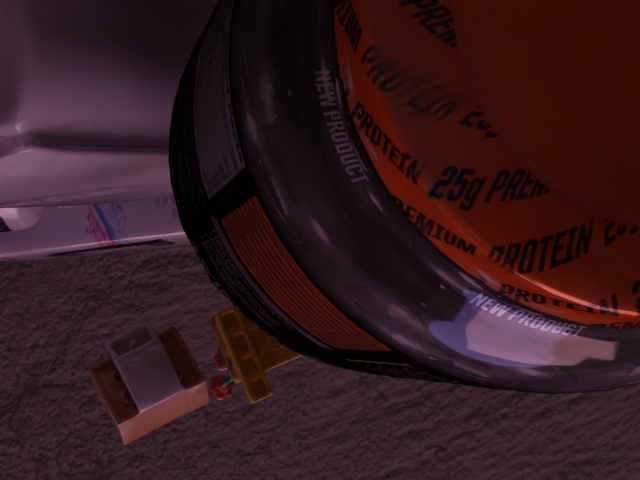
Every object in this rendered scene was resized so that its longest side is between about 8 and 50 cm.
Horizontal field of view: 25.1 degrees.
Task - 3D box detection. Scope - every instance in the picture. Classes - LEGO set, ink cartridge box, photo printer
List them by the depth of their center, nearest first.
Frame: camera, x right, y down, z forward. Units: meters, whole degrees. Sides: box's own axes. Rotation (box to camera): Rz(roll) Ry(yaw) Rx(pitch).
[{"bbox_3d":[0.000,0.000,0.749,0.132,0.287,0.107,33,166,-5],"label":"LEGO set"},{"bbox_3d":[-0.145,-0.076,0.805,0.256,0.107,0.307,-6,179,32],"label":"photo printer"},{"bbox_3d":[-0.191,-0.053,1.284,0.306,0.131,0.226,-5,179,7],"label":"ink cartridge box"}]

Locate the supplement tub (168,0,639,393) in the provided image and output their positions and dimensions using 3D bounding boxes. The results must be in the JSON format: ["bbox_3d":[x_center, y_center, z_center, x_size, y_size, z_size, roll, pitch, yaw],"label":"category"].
[{"bbox_3d":[0.058,-0.049,0.532,0.207,0.207,0.338,-6,178,-12],"label":"supplement tub"}]

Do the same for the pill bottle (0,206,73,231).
[{"bbox_3d":[-0.276,-0.057,1.122,0.193,0.108,0.108,-6,179,3],"label":"pill bottle"}]
